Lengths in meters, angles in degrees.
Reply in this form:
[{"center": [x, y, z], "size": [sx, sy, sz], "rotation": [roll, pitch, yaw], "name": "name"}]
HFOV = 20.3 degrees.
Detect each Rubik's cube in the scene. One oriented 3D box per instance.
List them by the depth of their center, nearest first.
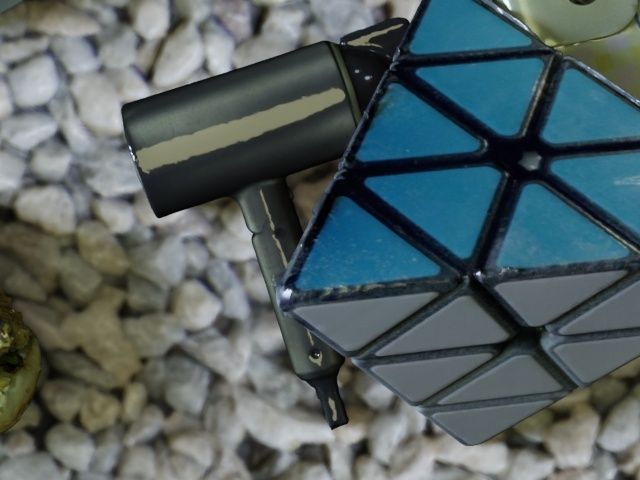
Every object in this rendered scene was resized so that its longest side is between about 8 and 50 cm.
[{"center": [0.107, -0.003, 1.062], "size": [0.233, 0.228, 0.229], "rotation": [40, 90, -14], "name": "Rubik's cube"}]

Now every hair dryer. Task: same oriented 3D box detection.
[{"center": [0.000, 0.000, 1.166], "size": [0.195, 0.078, 0.248], "rotation": [-17, 102, 0], "name": "hair dryer"}]

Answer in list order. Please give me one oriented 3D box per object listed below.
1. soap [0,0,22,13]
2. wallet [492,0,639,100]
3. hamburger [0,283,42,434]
[{"center": [-0.277, -0.305, 1.106], "size": [0.208, 0.115, 0.347], "rotation": [-28, 92, 14], "name": "soap"}, {"center": [0.218, -0.174, 1.148], "size": [0.223, 0.077, 0.310], "rotation": [-15, 90, 0], "name": "wallet"}, {"center": [-0.264, 0.065, 1.126], "size": [0.159, 0.185, 0.131], "rotation": [-44, 128, -30], "name": "hamburger"}]
